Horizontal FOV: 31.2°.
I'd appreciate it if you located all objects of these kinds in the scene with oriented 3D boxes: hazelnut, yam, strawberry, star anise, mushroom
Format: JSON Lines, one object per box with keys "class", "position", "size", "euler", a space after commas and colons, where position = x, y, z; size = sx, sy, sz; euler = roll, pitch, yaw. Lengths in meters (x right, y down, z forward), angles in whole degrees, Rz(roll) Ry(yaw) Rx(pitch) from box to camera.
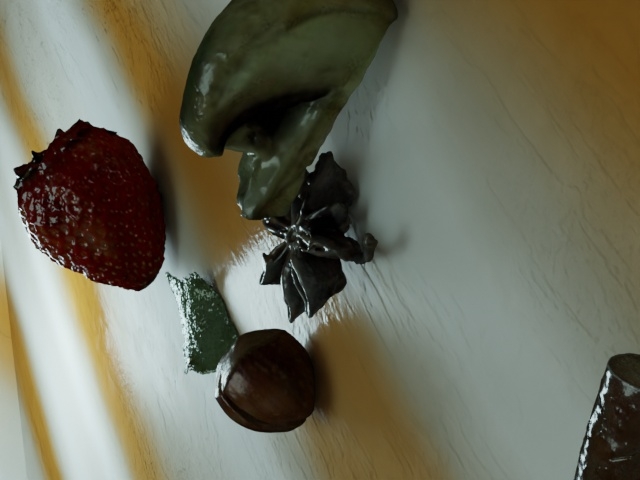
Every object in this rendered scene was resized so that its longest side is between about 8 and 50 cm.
{"class": "hazelnut", "position": [-0.069, 0.190, 1.523], "size": [0.154, 0.143, 0.143], "euler": [155, 106, -70]}
{"class": "yam", "position": [0.254, 0.167, 0.937], "size": [0.079, 0.079, 0.141], "euler": [42, 131, 52]}
{"class": "strawberry", "position": [-0.373, -0.045, 1.966], "size": [0.238, 0.250, 0.288], "euler": [-43, 77, 19]}
{"class": "star anise", "position": [0.001, 0.000, 1.372], "size": [0.231, 0.089, 0.209], "euler": [46, 125, 49]}
{"class": "mushroom", "position": [-0.077, -0.195, 1.308], "size": [0.217, 0.211, 0.292], "euler": [53, 133, 44]}

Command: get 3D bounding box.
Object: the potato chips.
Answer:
{"class": "potato chips", "position": [-0.195, 0.133, 1.821], "size": [0.228, 0.059, 0.167], "euler": [2, 88, 63]}
